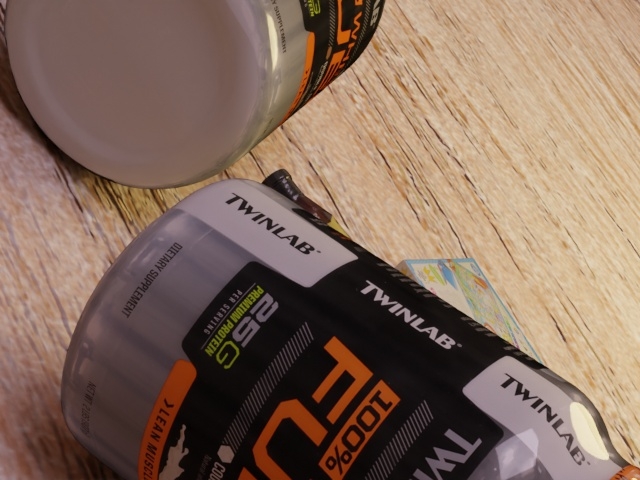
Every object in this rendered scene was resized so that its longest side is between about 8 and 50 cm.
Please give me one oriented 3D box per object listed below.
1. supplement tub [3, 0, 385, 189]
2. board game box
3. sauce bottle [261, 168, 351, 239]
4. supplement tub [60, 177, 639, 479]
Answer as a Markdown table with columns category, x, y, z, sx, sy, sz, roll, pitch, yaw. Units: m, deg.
| category | x | y | z | sx | sy | sz | roll | pitch | yaw |
| --- | --- | --- | --- | --- | --- | --- | --- | --- | --- |
| supplement tub | -0.074 | -0.183 | 1.320 | 0.207 | 0.207 | 0.338 | 44 | 30 | -1 |
| board game box | 0.128 | 0.082 | 1.421 | 0.103 | 0.026 | 0.154 | 1 | 51 | -52 |
| sauce bottle | 0.000 | 0.000 | 1.347 | 0.128 | 0.042 | 0.042 | 54 | 30 | 13 |
| supplement tub | 0.025 | 0.118 | 0.988 | 0.316 | 0.193 | 0.194 | 33 | 24 | 22 |
